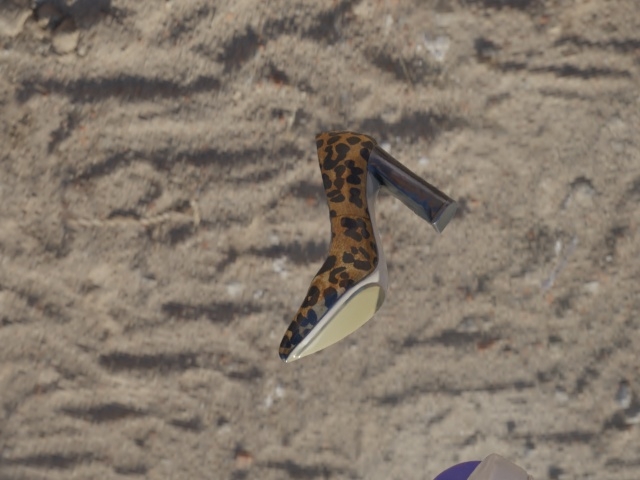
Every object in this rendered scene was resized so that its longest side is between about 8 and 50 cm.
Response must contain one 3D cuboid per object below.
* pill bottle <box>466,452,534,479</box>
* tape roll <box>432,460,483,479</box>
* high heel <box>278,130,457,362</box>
[{"bbox_3d":[0.264,0.350,1.252,0.283,0.160,0.160,32,125,2],"label":"pill bottle"},{"bbox_3d":[0.238,0.423,1.807,0.189,0.189,0.080,-8,166,10],"label":"tape roll"},{"bbox_3d":[0.000,0.000,1.339,0.186,0.261,0.093,37,164,25],"label":"high heel"}]
